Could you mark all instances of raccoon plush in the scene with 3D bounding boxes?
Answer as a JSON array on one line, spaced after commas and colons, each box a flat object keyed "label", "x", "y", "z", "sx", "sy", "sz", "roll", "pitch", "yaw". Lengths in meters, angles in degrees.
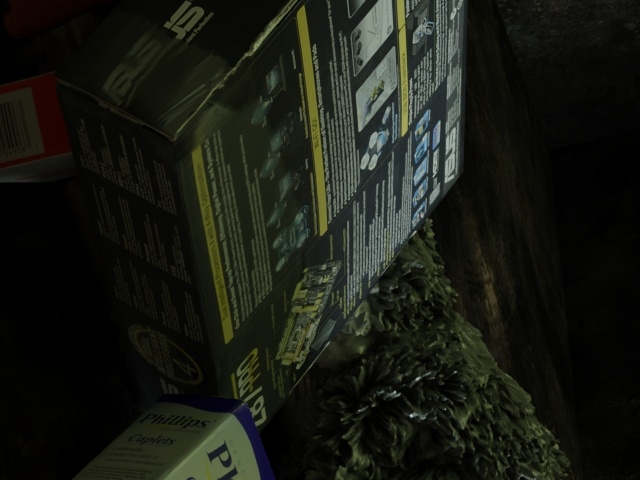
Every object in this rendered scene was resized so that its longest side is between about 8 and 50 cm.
[{"label": "raccoon plush", "x": 0.150, "y": 0.109, "z": 1.475, "sx": 0.216, "sy": 0.446, "sz": 0.299, "roll": -116, "pitch": -143, "yaw": -75}]

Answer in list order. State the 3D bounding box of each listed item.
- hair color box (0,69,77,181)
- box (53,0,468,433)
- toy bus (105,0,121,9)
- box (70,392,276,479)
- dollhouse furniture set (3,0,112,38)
[{"label": "hair color box", "x": -0.166, "y": -0.070, "z": 1.092, "sx": 0.167, "sy": 0.093, "sz": 0.053, "roll": -4, "pitch": 82, "yaw": -76}, {"label": "box", "x": -0.015, "y": -0.072, "z": 1.147, "sx": 0.318, "sy": 0.097, "sz": 0.395, "roll": -54, "pitch": 159, "yaw": -26}, {"label": "toy bus", "x": -0.112, "y": -0.178, "z": 1.347, "sx": 0.104, "sy": 0.202, "sz": 0.191, "roll": -62, "pitch": 156, "yaw": -20}, {"label": "box", "x": -0.091, "y": 0.186, "z": 1.113, "sx": 0.137, "sy": 0.072, "sz": 0.126, "roll": -43, "pitch": 122, "yaw": -47}, {"label": "dollhouse furniture set", "x": -0.180, "y": -0.280, "z": 1.001, "sx": 0.201, "sy": 0.152, "sz": 0.374, "roll": -113, "pitch": 177, "yaw": -47}]
